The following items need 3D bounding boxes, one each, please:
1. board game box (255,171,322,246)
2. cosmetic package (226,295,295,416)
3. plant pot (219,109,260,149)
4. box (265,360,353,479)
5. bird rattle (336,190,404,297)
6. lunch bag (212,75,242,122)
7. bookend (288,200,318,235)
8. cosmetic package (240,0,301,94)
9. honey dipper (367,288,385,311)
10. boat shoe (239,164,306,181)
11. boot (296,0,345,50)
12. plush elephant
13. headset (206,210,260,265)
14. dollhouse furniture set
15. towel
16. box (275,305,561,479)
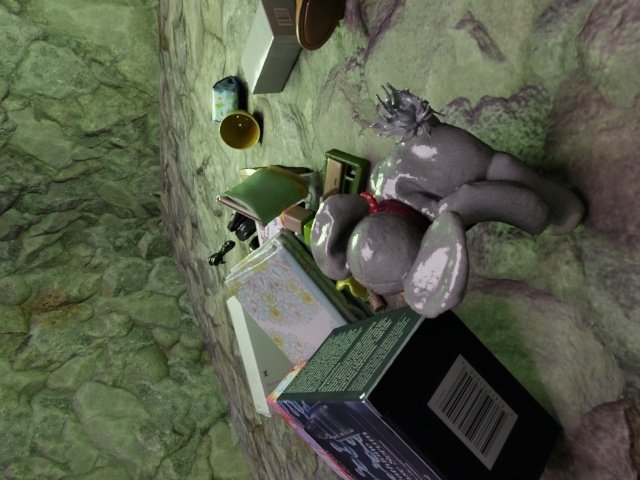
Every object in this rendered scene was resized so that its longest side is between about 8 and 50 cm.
[{"bbox_3d":[-0.077,-0.023,1.285,0.193,0.053,0.305,-5,102,22],"label":"board game box"},{"bbox_3d":[-0.142,0.338,1.514,0.156,0.217,0.385,-31,75,62],"label":"cosmetic package"},{"bbox_3d":[-0.271,-0.388,1.583,0.095,0.134,0.134,-96,14,-52],"label":"plant pot"},{"bbox_3d":[0.028,0.455,1.174,0.300,0.142,0.154,47,152,-5],"label":"box"},{"bbox_3d":[0.140,0.007,0.988,0.207,0.143,0.253,29,114,42],"label":"bird rattle"},{"bbox_3d":[-0.329,-0.503,1.666,0.151,0.096,0.129,-88,7,-53],"label":"lunch bag"},{"bbox_3d":[0.000,0.000,1.184,0.156,0.072,0.157,16,114,16],"label":"bookend"},{"bbox_3d":[-0.135,-0.521,1.277,0.238,0.107,0.127,-44,62,62],"label":"cosmetic package"},{"bbox_3d":[0.107,0.102,1.137,0.160,0.030,0.030,61,148,35],"label":"honey dipper"},{"bbox_3d":[-0.155,-0.171,1.430,0.341,0.121,0.110,17,115,58],"label":"boat shoe"},{"bbox_3d":[-0.044,-0.588,1.058,0.220,0.109,0.283,38,131,50],"label":"boot"},{"bbox_3d":[0.142,-0.021,0.645,0.272,0.330,0.255,32,97,48],"label":"plush elephant"},{"bbox_3d":[-0.212,0.002,1.473,0.394,0.185,0.243,-10,119,50],"label":"headset"},{"bbox_3d":[-0.075,-0.135,1.087,0.301,0.197,0.151,25,130,25],"label":"dollhouse furniture set"},{"bbox_3d":[-0.053,0.167,1.194,0.374,0.090,0.320,51,138,-6],"label":"towel"},{"bbox_3d":[0.141,0.306,0.836,0.293,0.212,0.395,46,152,-3],"label":"box"}]
